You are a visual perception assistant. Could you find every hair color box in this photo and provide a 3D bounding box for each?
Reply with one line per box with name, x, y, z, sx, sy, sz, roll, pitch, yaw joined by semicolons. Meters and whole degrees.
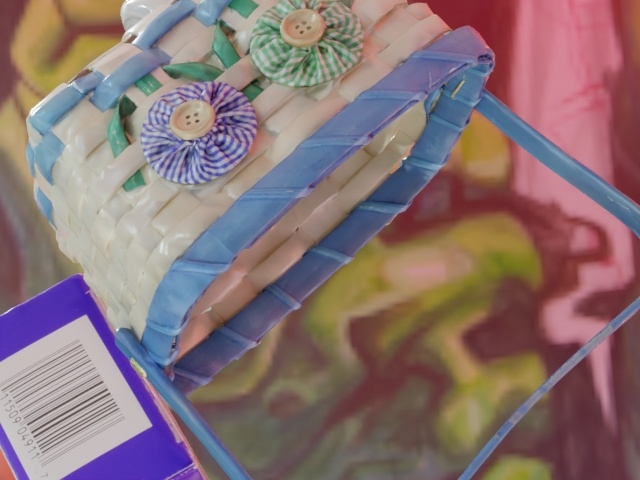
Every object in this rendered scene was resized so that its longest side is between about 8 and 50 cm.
hair color box;-0.117;0.199;1.193;0.110;0.185;0.339;-29;-39;-9

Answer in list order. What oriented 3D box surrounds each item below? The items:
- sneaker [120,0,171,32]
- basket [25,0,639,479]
sneaker;-0.130;-0.165;1.892;0.152;0.305;0.114;-45;-27;-13
basket;0.000;0.000;0.898;0.255;0.289;0.201;-45;-7;-19
